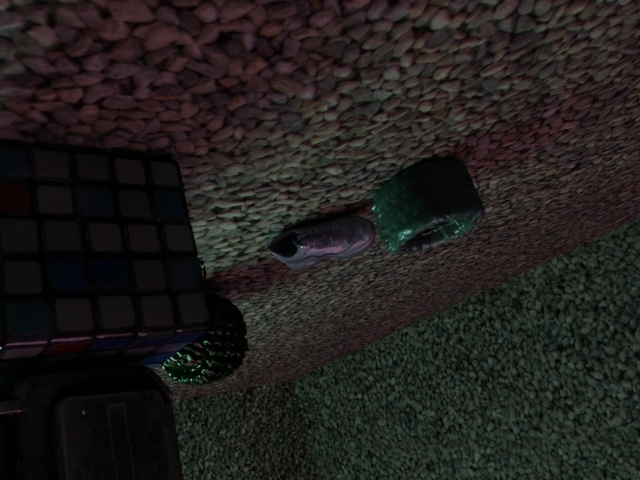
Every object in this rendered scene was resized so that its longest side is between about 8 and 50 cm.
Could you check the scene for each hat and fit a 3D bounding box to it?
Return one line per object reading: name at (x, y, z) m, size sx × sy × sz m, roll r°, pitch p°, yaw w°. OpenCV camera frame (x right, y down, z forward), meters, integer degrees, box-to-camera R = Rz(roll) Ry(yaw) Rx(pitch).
hat at (-0.374, 0.255, 1.560) m, size 0.274 × 0.242 × 0.332 m, roll -29°, pitch 155°, yaw 37°

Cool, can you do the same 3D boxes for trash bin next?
trash bin at (-0.412, 0.338, 0.862) m, size 0.381 × 0.259 × 0.295 m, roll -25°, pitch 160°, yaw 30°

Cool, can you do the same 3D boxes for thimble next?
thimble at (0.224, -0.069, 1.340) m, size 0.235 × 0.143 × 0.198 m, roll -24°, pitch 159°, yaw 15°

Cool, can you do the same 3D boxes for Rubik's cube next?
Rubik's cube at (-0.370, 0.055, 0.927) m, size 0.293 × 0.291 × 0.287 m, roll -2°, pitch 156°, yaw -40°

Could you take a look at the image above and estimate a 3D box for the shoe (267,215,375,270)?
shoe at (0.000, 0.000, 1.405) m, size 0.245 × 0.095 × 0.138 m, roll -19°, pitch 165°, yaw 22°
